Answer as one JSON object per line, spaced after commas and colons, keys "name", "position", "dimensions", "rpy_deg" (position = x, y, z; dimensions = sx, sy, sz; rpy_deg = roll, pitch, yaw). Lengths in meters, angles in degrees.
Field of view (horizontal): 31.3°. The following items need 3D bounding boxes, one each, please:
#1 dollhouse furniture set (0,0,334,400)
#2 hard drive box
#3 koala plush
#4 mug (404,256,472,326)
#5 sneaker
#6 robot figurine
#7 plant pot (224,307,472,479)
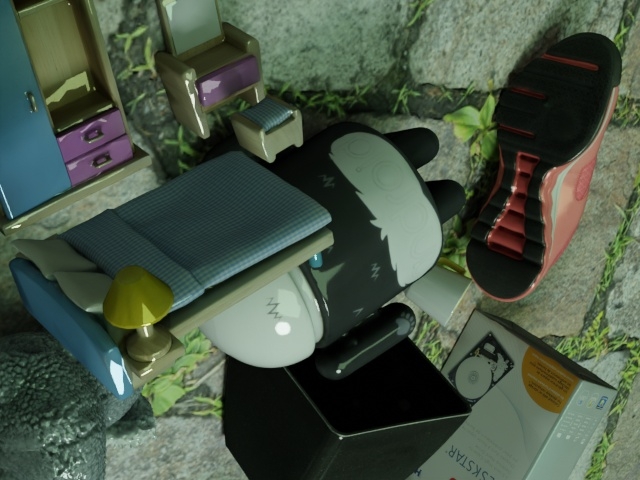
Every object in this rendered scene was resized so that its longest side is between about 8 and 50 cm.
{"name": "dollhouse furniture set", "position": [-0.107, -0.086, 0.818], "dimensions": [0.286, 0.303, 0.198], "rpy_deg": [-30, 132, -24]}
{"name": "hard drive box", "position": [0.217, 0.230, 1.385], "dimensions": [0.089, 0.181, 0.232], "rpy_deg": [19, 101, -46]}
{"name": "koala plush", "position": [-0.220, 0.130, 0.948], "dimensions": [0.221, 0.203, 0.196], "rpy_deg": [-35, 113, -59]}
{"name": "mug", "position": [0.129, 0.054, 1.285], "dimensions": [0.062, 0.064, 0.078], "rpy_deg": [-62, 171, 11]}
{"name": "sneaker", "position": [0.259, -0.087, 1.305], "dimensions": [0.136, 0.116, 0.313], "rpy_deg": [-11, 124, -59]}
{"name": "robot figurine", "position": [-0.002, -0.002, 1.062], "dimensions": [0.278, 0.209, 0.173], "rpy_deg": [-34, 155, -22]}
{"name": "plant pot", "position": [0.005, 0.183, 1.184], "dimensions": [0.187, 0.188, 0.167], "rpy_deg": [-2, 129, -41]}
